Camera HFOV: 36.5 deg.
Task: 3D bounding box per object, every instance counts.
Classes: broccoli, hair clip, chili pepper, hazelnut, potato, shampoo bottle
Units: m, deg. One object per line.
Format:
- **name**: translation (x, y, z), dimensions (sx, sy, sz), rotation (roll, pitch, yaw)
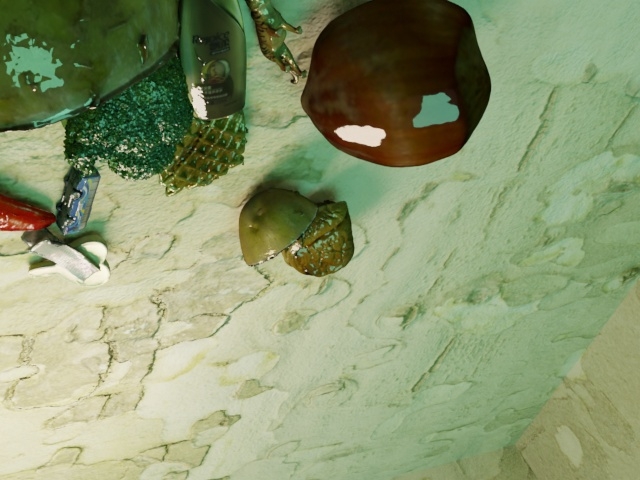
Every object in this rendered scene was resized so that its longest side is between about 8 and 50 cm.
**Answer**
- **broccoli**: translation (-0.341, -0.233, 1.668), dimensions (0.241, 0.269, 0.261), rotation (-16, -175, 41)
- **hair clip**: translation (-0.521, 0.040, 1.981), dimensions (0.159, 0.071, 0.218), rotation (-34, 141, 13)
- **chili pepper**: translation (-0.574, -0.051, 1.844), dimensions (0.088, 0.065, 0.169), rotation (-33, 154, 30)
- **hazelnut**: translation (0.154, -0.300, 1.882), dimensions (0.365, 0.366, 0.366), rotation (-20, 143, -16)
- **potato**: translation (-0.115, -0.048, 2.136), dimensions (0.202, 0.182, 0.117), rotation (-28, 116, 32)
- **potato**: translation (-0.431, -0.367, 1.294), dimensions (0.442, 0.385, 0.320), rotation (-31, 134, -20)
- **shampoo bottle**: translation (-0.195, -0.370, 1.717), dimensions (0.125, 0.084, 0.350), rotation (-17, 142, -17)

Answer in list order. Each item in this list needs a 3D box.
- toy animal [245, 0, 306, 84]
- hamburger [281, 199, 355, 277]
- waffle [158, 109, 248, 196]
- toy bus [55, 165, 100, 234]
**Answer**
- **toy animal**: translation (-0.080, -0.377, 1.791), dimensions (0.056, 0.099, 0.241), rotation (-40, 152, -14)
- **hamburger**: translation (0.000, 0.000, 2.266), dimensions (0.183, 0.130, 0.206), rotation (-34, 153, -10)
- **waffle**: translation (-0.236, -0.186, 1.932), dimensions (0.207, 0.054, 0.214), rotation (-22, 144, -14)
- **toy bus**: translation (-0.473, -0.080, 1.888), dimensions (0.061, 0.051, 0.153), rotation (-9, 139, -38)
